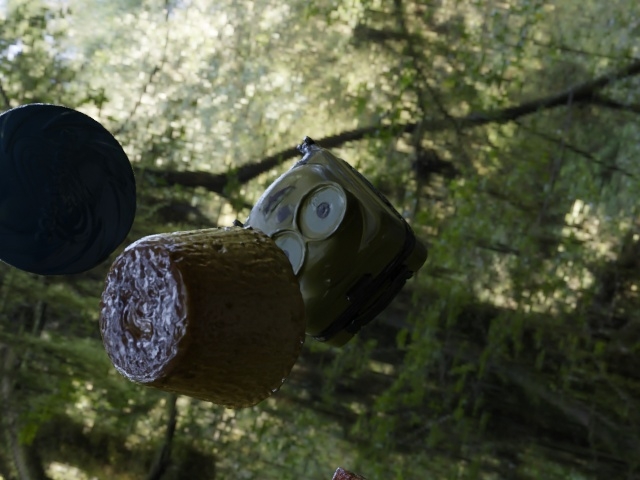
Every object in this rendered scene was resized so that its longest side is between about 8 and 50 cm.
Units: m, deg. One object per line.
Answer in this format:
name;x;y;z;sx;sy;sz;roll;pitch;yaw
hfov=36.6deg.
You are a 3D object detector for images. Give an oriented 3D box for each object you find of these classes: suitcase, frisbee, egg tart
suitcase;0.000;0.000;1.229;0.194;0.235;0.143;-48;-41;8
frisbee;-0.431;-0.086;1.567;0.049;0.289;0.290;-18;51;60
egg tart;-0.133;0.079;1.003;0.147;0.202;0.203;5;-81;-49

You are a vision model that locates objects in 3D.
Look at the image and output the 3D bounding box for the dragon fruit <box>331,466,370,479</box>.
dragon fruit;0.029;0.436;1.425;0.122;0.092;0.192;65;-133;-88
